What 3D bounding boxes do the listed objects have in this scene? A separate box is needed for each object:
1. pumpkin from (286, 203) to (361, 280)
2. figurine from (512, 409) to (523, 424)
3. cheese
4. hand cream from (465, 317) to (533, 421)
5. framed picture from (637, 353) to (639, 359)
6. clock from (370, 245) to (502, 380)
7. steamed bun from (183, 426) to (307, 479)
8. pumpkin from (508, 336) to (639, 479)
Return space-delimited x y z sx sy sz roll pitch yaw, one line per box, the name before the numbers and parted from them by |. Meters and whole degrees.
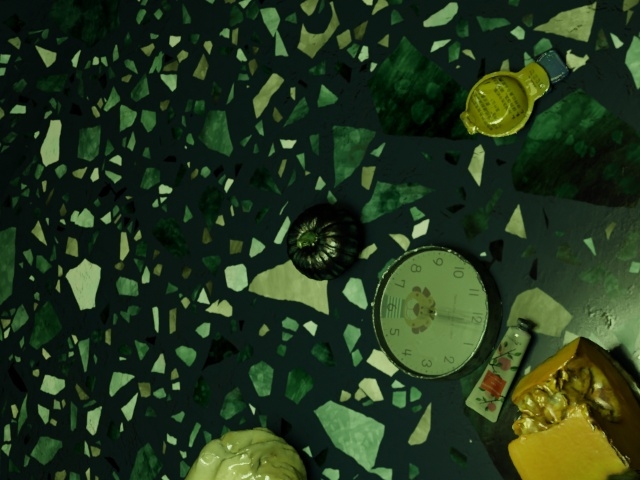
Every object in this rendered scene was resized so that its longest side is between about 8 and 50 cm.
pumpkin | 0.008 0.003 2.166 0.194 0.150 0.194 -10 50 12
figurine | 0.445 0.357 1.856 0.060 0.047 0.106 35 96 12
cheese | 0.422 -0.317 1.948 0.250 0.064 0.157 -33 67 18
hand cream | 0.388 0.273 1.911 0.080 0.050 0.234 32 109 31
framed picture | 0.666 0.210 1.734 0.066 0.006 0.089 38 106 34
clock | 0.253 0.163 2.010 0.312 0.061 0.313 -6 80 36
steamed bun | -0.164 0.625 2.141 0.324 0.230 0.372 -38 93 10
pumpkin | 0.495 0.360 1.679 0.256 0.303 0.225 43 126 -13
